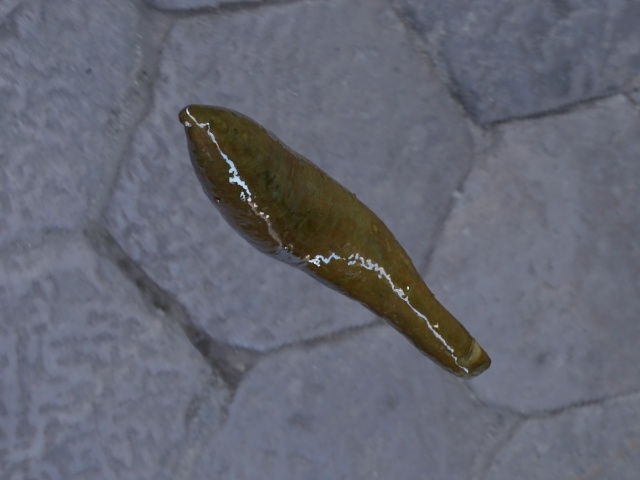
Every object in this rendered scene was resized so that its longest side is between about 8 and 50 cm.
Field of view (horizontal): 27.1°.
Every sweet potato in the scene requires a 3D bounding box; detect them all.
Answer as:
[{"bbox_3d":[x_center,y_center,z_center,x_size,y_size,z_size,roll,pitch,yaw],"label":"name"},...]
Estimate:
[{"bbox_3d":[0.000,-0.001,0.989,0.079,0.108,0.346,-46,122,8],"label":"sweet potato"}]
